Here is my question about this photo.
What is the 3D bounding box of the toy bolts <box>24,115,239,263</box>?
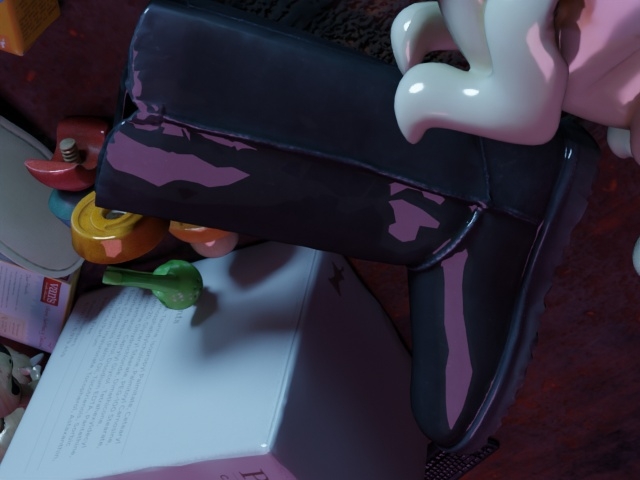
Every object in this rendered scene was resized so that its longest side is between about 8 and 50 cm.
[{"bbox_3d":[-0.212,-0.020,1.064,0.228,0.218,0.158,12,136,23],"label":"toy bolts"}]

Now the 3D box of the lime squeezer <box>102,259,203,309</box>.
[{"bbox_3d":[-0.195,0.052,1.126,0.110,0.059,0.310,-7,-178,-12],"label":"lime squeezer"}]

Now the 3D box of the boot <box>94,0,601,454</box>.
[{"bbox_3d":[0.001,-0.002,0.929,0.445,0.146,0.367,14,100,-18],"label":"boot"}]

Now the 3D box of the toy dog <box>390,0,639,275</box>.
[{"bbox_3d":[0.190,-0.216,0.702,0.408,0.285,0.395,31,133,-13],"label":"toy dog"}]

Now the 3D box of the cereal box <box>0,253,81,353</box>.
[{"bbox_3d":[-0.451,0.055,1.300,0.240,0.047,0.173,20,137,-7],"label":"cereal box"}]

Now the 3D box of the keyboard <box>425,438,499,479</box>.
[{"bbox_3d":[0.171,0.324,1.424,0.108,0.023,0.180,26,134,-11],"label":"keyboard"}]

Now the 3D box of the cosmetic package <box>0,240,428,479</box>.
[{"bbox_3d":[-0.113,0.241,1.198,0.393,0.327,0.329,-16,128,27],"label":"cosmetic package"}]

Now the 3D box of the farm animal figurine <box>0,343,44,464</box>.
[{"bbox_3d":[-0.430,0.231,1.309,0.330,0.172,0.327,0,116,62],"label":"farm animal figurine"}]

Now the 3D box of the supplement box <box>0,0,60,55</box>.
[{"bbox_3d":[-0.306,-0.283,0.881,0.078,0.080,0.233,17,146,10],"label":"supplement box"}]

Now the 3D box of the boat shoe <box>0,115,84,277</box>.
[{"bbox_3d":[-0.404,-0.086,1.107,0.113,0.127,0.340,11,153,48],"label":"boat shoe"}]
